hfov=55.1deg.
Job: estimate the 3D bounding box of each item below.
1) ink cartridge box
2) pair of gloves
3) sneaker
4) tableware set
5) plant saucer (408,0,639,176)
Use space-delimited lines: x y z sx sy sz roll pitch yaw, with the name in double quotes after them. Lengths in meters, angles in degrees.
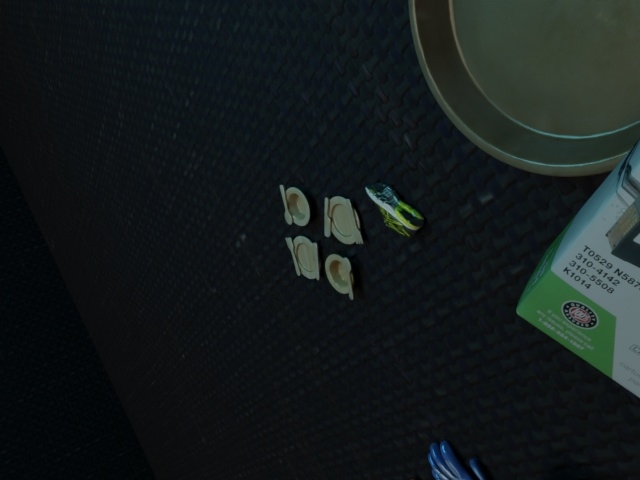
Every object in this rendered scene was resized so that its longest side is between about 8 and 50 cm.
0.252 0.002 0.376 0.160 0.092 0.219 35 138 14 "ink cartridge box"
0.174 0.344 0.769 0.159 0.023 0.198 47 142 27 "pair of gloves"
0.077 -0.032 0.684 0.083 0.031 0.035 46 141 29 "sneaker"
0.000 0.000 0.818 0.169 0.020 0.141 19 123 49 "tableware set"
0.178 -0.185 0.453 0.278 0.041 0.277 30 131 43 "plant saucer"
